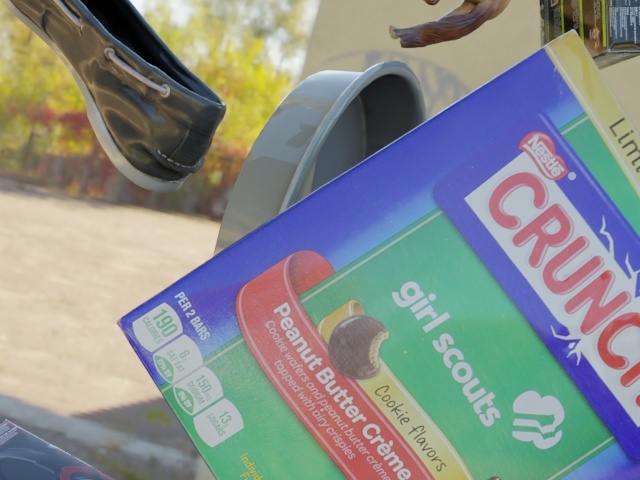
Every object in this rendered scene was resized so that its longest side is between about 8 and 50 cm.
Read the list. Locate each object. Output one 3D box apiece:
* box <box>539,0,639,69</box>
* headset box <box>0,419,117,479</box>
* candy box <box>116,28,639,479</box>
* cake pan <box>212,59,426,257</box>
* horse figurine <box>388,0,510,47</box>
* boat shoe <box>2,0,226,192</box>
[{"bbox_3d":[0.243,-0.251,1.150,0.045,0.191,0.184,-2,-1,-10],"label":"box"},{"bbox_3d":[-0.350,0.346,1.496,0.293,0.110,0.218,26,24,14],"label":"headset box"},{"bbox_3d":[0.084,0.074,0.774,0.268,0.317,0.122,57,-6,-1],"label":"candy box"},{"bbox_3d":[0.000,0.000,0.970,0.054,0.293,0.293,18,5,21],"label":"cake pan"},{"bbox_3d":[0.158,-0.306,1.367,0.174,0.263,0.066,-2,-29,30],"label":"horse figurine"},{"bbox_3d":[-0.187,-0.190,1.100,0.112,0.095,0.335,1,48,-55],"label":"boat shoe"}]
